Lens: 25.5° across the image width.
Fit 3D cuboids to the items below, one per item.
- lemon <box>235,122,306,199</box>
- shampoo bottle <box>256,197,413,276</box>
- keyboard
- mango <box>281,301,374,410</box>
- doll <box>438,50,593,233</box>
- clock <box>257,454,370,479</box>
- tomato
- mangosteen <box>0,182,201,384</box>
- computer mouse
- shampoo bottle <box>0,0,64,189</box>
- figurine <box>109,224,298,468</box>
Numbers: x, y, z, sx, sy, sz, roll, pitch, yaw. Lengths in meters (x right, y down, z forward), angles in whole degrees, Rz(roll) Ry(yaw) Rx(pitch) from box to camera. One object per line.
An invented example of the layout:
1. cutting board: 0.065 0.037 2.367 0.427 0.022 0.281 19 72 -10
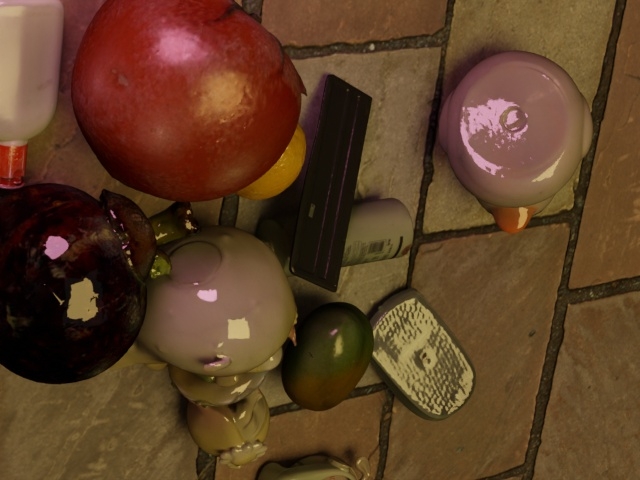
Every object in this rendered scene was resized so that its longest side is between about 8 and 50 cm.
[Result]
1. lemon: -0.074 -0.112 1.756 0.114 0.155 0.114 7 68 -18
2. shampoo bottle: 0.000 0.000 1.903 0.262 0.085 0.085 -10 118 -33
3. keyboard: 0.009 -0.025 1.829 0.103 0.041 0.381 26 63 -44
4. mango: 0.012 0.157 1.909 0.114 0.251 0.156 39 85 0
5. doll: 0.277 -0.136 1.996 0.221 0.221 0.251 8 80 -39
6. clock: -0.009 0.390 2.110 0.191 0.062 0.152 -9 117 -34
7. tomato: -0.157 -0.167 1.584 0.264 0.265 0.265 -17 122 -30
8. mangosteen: -0.266 0.038 1.623 0.289 0.231 0.231 -18 122 -26
9. computer mouse: 0.145 0.175 2.113 0.128 0.079 0.231 -43 115 -15
10. shampoo bottle: -0.344 -0.167 1.582 0.108 0.051 0.221 -8 116 -37
11. figurine: -0.156 0.157 1.828 0.274 0.227 0.394 -5 138 4
